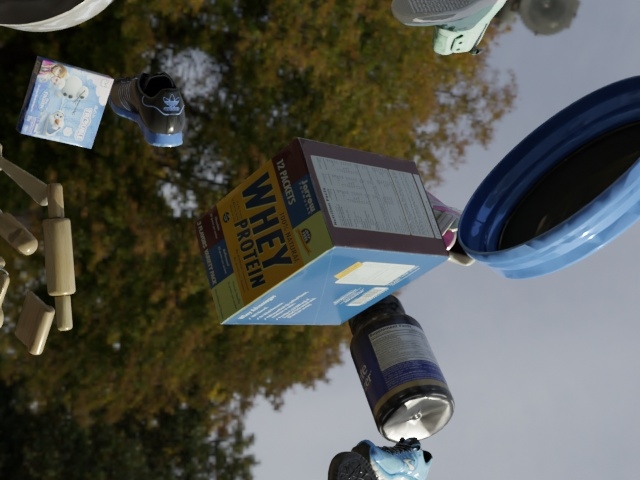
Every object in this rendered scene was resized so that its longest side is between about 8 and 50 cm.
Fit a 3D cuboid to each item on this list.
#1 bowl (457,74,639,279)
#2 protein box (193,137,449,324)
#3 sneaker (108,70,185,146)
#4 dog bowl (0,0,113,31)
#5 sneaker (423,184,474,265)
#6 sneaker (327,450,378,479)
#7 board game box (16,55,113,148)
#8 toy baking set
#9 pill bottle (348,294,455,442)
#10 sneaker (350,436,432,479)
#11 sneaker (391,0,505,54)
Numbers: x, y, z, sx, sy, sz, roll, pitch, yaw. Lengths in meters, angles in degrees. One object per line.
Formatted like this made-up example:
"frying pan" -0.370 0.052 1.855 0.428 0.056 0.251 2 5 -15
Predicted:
"bowl" 0.385 -0.094 1.378 0.391 0.077 0.391 -41 -165 13
"protein box" 0.000 0.000 1.060 0.200 0.201 0.136 -35 -118 37
"sneaker" -0.265 -0.225 1.390 0.232 0.081 0.090 41 -51 47
"dog bowl" -0.407 -0.458 1.276 0.102 0.349 0.349 44 47 -82
"sneaker" 0.196 -0.032 1.619 0.103 0.252 0.111 -60 -156 17
"sneaker" 0.026 0.271 0.835 0.089 0.051 0.170 -6 -75 59
"board game box" -0.298 -0.160 1.055 0.020 0.090 0.090 36 -70 46
"toy baking set" -0.357 0.002 1.031 0.197 0.030 0.256 2 -85 30
"pill bottle" 0.116 0.191 1.391 0.219 0.123 0.123 -111 -144 -46
"sneaker" 0.101 0.295 1.241 0.063 0.162 0.073 30 -93 41
"sneaker" 0.211 -0.370 1.562 0.094 0.256 0.151 53 -37 25
